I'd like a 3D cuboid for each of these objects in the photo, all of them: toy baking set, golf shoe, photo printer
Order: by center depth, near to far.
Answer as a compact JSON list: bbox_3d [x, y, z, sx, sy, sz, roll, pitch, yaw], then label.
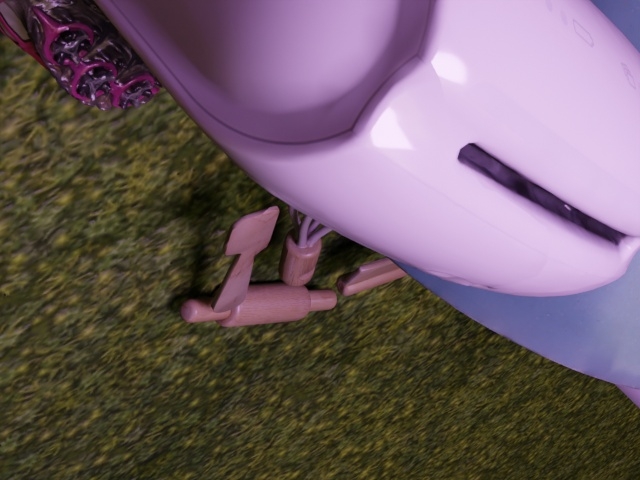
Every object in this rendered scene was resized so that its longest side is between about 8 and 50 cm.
[{"bbox_3d":[-0.001,-0.106,0.484,0.107,0.307,0.256,-47,152,14],"label":"photo printer"},{"bbox_3d":[-0.121,-0.119,0.551,0.067,0.086,0.186,-45,148,7],"label":"golf shoe"},{"bbox_3d":[-0.003,0.004,0.907,0.256,0.030,0.197,-4,151,-48],"label":"toy baking set"}]

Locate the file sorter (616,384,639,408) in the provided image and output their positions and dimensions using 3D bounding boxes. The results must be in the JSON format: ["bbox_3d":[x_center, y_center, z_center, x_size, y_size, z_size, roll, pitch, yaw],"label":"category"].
[{"bbox_3d":[0.277,-0.017,1.016,0.193,0.277,0.173,-17,141,-37],"label":"file sorter"}]

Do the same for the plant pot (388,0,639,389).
[{"bbox_3d":[0.176,-0.093,0.775,0.293,0.293,0.235,-3,127,-50],"label":"plant pot"}]
